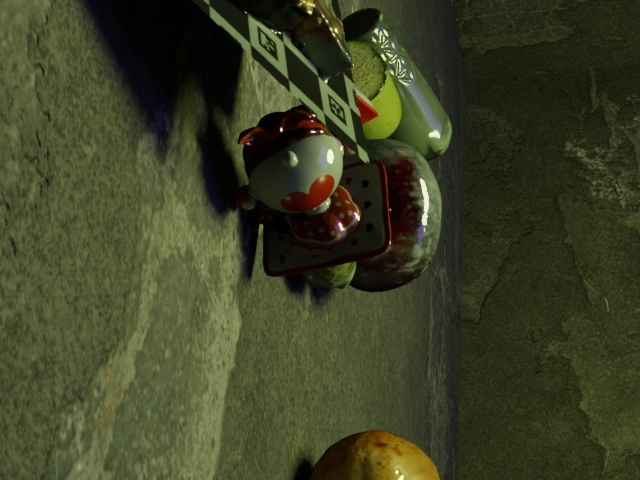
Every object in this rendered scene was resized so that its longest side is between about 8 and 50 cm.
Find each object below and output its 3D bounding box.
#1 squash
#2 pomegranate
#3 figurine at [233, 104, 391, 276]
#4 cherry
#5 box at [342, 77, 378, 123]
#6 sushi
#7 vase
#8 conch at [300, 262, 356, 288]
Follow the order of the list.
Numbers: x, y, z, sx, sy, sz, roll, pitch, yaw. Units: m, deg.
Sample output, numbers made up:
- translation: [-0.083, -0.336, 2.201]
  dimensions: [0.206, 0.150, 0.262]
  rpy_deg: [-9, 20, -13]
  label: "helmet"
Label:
- translation: [0.079, -0.253, 1.830]
  dimensions: [0.247, 0.132, 0.133]
  rpy_deg: [52, 37, -68]
  label: "squash"
- translation: [0.083, 0.412, 1.499]
  dimensions: [0.248, 0.248, 0.248]
  rpy_deg: [-4, 90, -75]
  label: "pomegranate"
- translation: [-0.032, -0.084, 1.274]
  dimensions: [0.226, 0.183, 0.160]
  rpy_deg: [55, 27, -53]
  label: "figurine"
- translation: [0.096, -0.040, 1.676]
  dimensions: [0.296, 0.218, 0.255]
  rpy_deg: [74, 10, -85]
  label: "cherry"
- translation: [-0.027, -0.241, 1.297]
  dimensions: [0.229, 0.050, 0.123]
  rpy_deg: [49, 12, 20]
  label: "box"
- translation: [-0.040, -0.311, 1.121]
  dimensions: [0.343, 0.064, 0.359]
  rpy_deg: [39, 31, -40]
  label: "sushi"
- translation: [0.129, -0.319, 1.990]
  dimensions: [0.251, 0.156, 0.301]
  rpy_deg: [46, -8, 51]
  label: "vase"
- translation: [0.002, 0.015, 1.527]
  dimensions: [0.173, 0.106, 0.116]
  rpy_deg: [97, -25, -61]
  label: "conch"
